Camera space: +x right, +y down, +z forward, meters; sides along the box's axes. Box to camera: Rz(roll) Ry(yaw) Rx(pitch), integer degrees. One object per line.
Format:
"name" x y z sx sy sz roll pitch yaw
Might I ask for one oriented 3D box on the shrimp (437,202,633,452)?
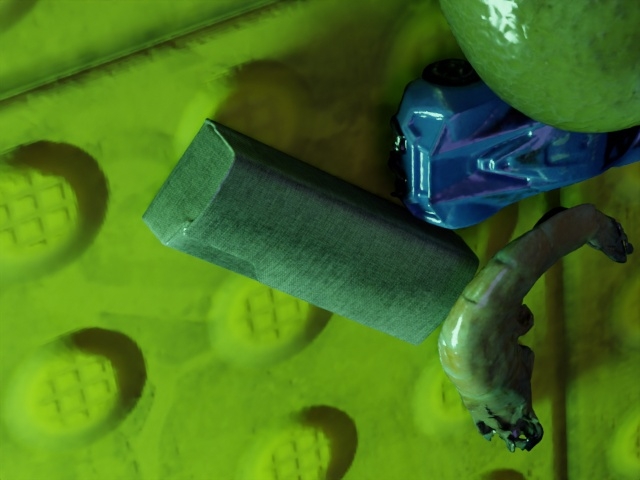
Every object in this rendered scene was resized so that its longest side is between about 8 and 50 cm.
"shrimp" 0.137 0.053 1.167 0.152 0.046 0.219 -44 149 -17

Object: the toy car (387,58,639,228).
"toy car" 0.139 -0.071 1.082 0.216 0.063 0.103 -18 128 -21

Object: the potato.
"potato" 0.132 -0.169 0.948 0.251 0.159 0.174 47 61 -35

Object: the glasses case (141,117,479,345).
"glasses case" 0.000 0.000 1.053 0.205 0.047 0.071 23 107 -41
